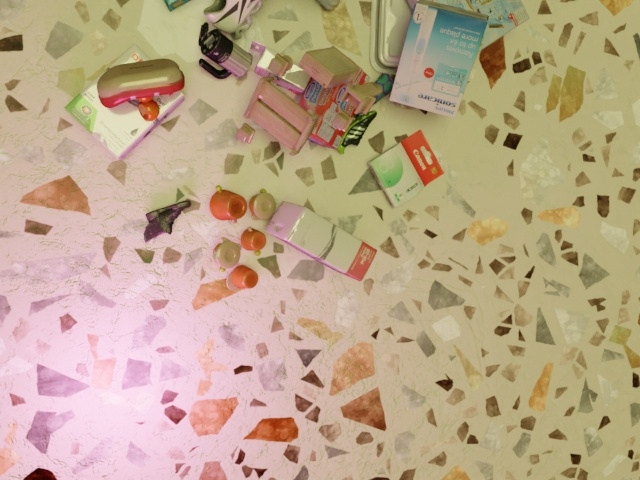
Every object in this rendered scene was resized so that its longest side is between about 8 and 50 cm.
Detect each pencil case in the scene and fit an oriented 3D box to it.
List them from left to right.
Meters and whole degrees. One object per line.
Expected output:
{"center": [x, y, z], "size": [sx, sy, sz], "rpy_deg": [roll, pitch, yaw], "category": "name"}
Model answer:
{"center": [0.165, -0.475, 1.805], "size": [0.152, 0.064, 0.070], "rpy_deg": [-37, 65, -7], "category": "pencil case"}

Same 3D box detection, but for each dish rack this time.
{"center": [0.331, -0.685, 1.818], "size": [0.333, 0.072, 0.285], "rpy_deg": [0, 95, -14], "category": "dish rack"}

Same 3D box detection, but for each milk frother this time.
{"center": [-0.295, -0.576, 1.680], "size": [0.135, 0.129, 0.143], "rpy_deg": [26, 57, -48], "category": "milk frother"}

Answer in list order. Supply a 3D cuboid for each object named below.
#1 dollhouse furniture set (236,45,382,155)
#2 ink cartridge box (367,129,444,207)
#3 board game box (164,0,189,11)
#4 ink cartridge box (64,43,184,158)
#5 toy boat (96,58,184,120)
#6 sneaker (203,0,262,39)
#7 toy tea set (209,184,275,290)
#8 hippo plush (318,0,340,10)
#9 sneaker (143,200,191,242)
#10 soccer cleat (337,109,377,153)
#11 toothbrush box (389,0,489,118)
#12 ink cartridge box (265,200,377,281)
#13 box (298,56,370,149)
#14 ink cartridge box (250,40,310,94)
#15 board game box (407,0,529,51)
{"center": [-0.030, -0.368, 1.637], "size": [0.303, 0.174, 0.355], "rpy_deg": [41, 126, 9], "category": "dollhouse furniture set"}
{"center": [0.294, -0.240, 1.867], "size": [0.225, 0.056, 0.181], "rpy_deg": [-32, 102, -6], "category": "ink cartridge box"}
{"center": [-0.418, -0.887, 1.622], "size": [0.254, 0.079, 0.336], "rpy_deg": [-32, 102, -7], "category": "board game box"}
{"center": [-0.560, -0.399, 1.624], "size": [0.273, 0.115, 0.198], "rpy_deg": [-46, 104, -5], "category": "ink cartridge box"}
{"center": [-0.483, -0.399, 1.527], "size": [0.231, 0.151, 0.151], "rpy_deg": [-13, 127, -13], "category": "toy boat"}
{"center": [-0.216, -0.752, 1.597], "size": [0.146, 0.122, 0.330], "rpy_deg": [16, 114, -46], "category": "sneaker"}
{"center": [-0.268, -0.010, 1.755], "size": [0.200, 0.124, 0.335], "rpy_deg": [10, 91, -43], "category": "toy tea set"}
{"center": [-0.004, -0.844, 1.638], "size": [0.295, 0.236, 0.234], "rpy_deg": [16, 93, -14], "category": "hippo plush"}
{"center": [-0.469, -0.059, 1.718], "size": [0.170, 0.051, 0.089], "rpy_deg": [-19, 100, -5], "category": "sneaker"}
{"center": [0.117, -0.353, 1.816], "size": [0.179, 0.060, 0.072], "rpy_deg": [-38, 112, 0], "category": "soccer cleat"}
{"center": [0.356, -0.550, 1.696], "size": [0.217, 0.126, 0.295], "rpy_deg": [19, 123, 8], "category": "toothbrush box"}
{"center": [0.000, 0.000, 1.721], "size": [0.283, 0.207, 0.117], "rpy_deg": [31, 86, -25], "category": "ink cartridge box"}
{"center": [0.028, -0.429, 1.727], "size": [0.128, 0.123, 0.256], "rpy_deg": [24, 91, -51], "category": "box"}
{"center": [-0.133, -0.525, 1.707], "size": [0.198, 0.115, 0.067], "rpy_deg": [25, 91, -13], "category": "ink cartridge box"}
{"center": [0.456, -0.759, 1.768], "size": [0.318, 0.066, 0.318], "rpy_deg": [-34, 103, -8], "category": "board game box"}
